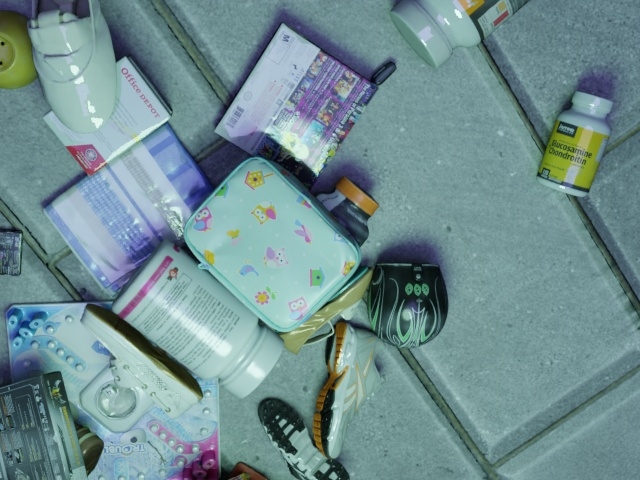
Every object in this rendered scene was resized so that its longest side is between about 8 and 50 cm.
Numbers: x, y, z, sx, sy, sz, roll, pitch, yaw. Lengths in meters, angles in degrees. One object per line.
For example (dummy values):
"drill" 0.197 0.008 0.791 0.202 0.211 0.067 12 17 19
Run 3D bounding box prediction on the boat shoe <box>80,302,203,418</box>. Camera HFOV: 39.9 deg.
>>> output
"boat shoe" -0.340 0.228 1.598 0.096 0.098 0.277 -44 107 4

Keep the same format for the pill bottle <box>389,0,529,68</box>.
"pill bottle" 0.266 -0.438 1.530 0.278 0.162 0.162 -41 106 3

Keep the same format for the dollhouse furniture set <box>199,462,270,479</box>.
"dollhouse furniture set" -0.219 0.629 1.695 0.152 0.201 0.374 33 98 18

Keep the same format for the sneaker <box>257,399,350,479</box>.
"sneaker" -0.047 0.419 1.750 0.234 0.106 0.078 46 59 5

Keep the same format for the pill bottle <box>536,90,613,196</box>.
"pill bottle" 0.482 -0.182 1.656 0.103 0.103 0.184 15 102 -11

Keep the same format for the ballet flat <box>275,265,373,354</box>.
"ballet flat" 0.020 0.136 1.690 0.232 0.080 0.073 -35 101 12

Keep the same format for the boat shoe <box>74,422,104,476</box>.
"boat shoe" -0.494 0.450 1.653 0.095 0.095 0.257 34 103 19

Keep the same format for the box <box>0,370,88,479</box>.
"box" -0.524 0.369 1.583 0.183 0.056 0.231 -19 83 22

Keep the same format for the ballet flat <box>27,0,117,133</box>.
"ballet flat" -0.412 -0.371 1.395 0.139 0.139 0.400 -6 81 -6

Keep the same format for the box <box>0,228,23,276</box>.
"box" -0.579 0.021 1.604 0.067 0.018 0.083 5 104 -9

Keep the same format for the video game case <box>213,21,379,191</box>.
"video game case" -0.044 -0.238 1.591 0.210 0.042 0.232 31 103 -13

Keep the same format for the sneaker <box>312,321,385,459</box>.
"sneaker" 0.066 0.295 1.704 0.121 0.099 0.262 13 85 -20

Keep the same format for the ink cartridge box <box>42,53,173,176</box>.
"ink cartridge box" -0.359 -0.219 1.515 0.176 0.127 0.128 -34 105 3

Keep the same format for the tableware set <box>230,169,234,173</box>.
"tableware set" -0.146 -0.045 1.629 0.128 0.039 0.194 5 113 -39

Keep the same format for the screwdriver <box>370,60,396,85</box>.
"screwdriver" 0.071 -0.270 1.623 0.170 0.024 0.025 -37 77 9

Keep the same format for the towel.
"towel" -0.336 -0.054 1.612 0.285 0.034 0.209 -35 104 0

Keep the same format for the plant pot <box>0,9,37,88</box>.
"plant pot" -0.536 -0.318 1.482 0.134 0.095 0.134 -2 105 -8

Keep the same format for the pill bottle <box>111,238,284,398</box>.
"pill bottle" -0.213 0.144 1.564 0.283 0.160 0.160 40 96 -10

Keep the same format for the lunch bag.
"lunch bag" -0.087 0.007 1.514 0.279 0.108 0.224 44 98 4

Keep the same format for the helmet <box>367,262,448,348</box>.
"helmet" 0.165 0.124 1.670 0.169 0.169 0.162 2 87 -8

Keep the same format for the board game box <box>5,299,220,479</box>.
"board game box" -0.390 0.307 1.689 0.390 0.050 0.390 -2 104 -8

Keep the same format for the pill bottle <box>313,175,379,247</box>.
"pill bottle" 0.000 0.000 1.622 0.130 0.130 0.246 37 97 -15
